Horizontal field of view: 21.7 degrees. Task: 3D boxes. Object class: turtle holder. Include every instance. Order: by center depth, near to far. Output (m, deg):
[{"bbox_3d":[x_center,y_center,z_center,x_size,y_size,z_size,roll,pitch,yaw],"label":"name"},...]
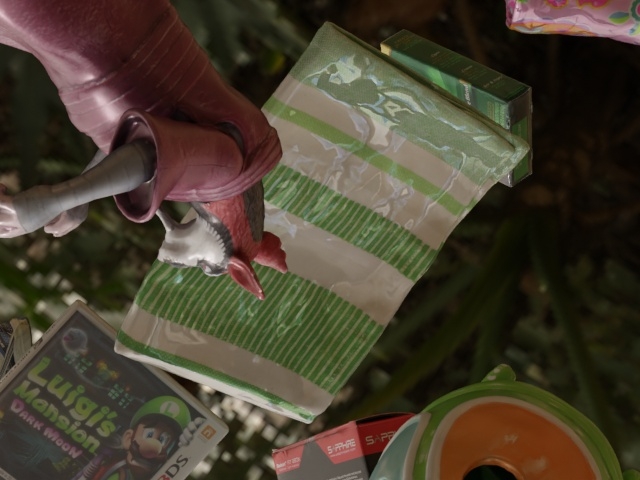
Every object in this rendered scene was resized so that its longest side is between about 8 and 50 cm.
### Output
[{"bbox_3d":[0.121,0.281,1.513,0.320,0.227,0.243,-35,86,29],"label":"turtle holder"}]

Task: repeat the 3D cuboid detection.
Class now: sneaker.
[{"bbox_3d":[-0.327,0.147,1.736,0.058,0.135,0.052,-3,-172,-10],"label":"sneaker"}]

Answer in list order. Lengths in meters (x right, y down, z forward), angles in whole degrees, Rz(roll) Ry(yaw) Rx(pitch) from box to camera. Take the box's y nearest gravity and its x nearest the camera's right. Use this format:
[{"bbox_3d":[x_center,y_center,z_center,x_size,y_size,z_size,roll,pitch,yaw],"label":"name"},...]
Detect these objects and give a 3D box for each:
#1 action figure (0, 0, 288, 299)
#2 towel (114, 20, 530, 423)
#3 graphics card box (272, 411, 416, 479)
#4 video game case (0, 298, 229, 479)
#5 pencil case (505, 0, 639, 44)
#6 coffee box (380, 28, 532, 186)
[{"bbox_3d":[-0.126,-0.123,1.111,0.370,0.275,0.248,49,178,-18],"label":"action figure"},{"bbox_3d":[0.000,0.000,1.396,0.247,0.325,0.038,25,-160,-38],"label":"towel"},{"bbox_3d":[0.066,0.406,1.996,0.233,0.094,0.371,-30,70,57],"label":"graphics card box"},{"bbox_3d":[-0.206,0.174,1.493,0.190,0.173,0.022,43,180,-22],"label":"video game case"},{"bbox_3d":[0.323,-0.243,1.638,0.284,0.124,0.124,9,158,1],"label":"pencil case"},{"bbox_3d":[0.142,-0.139,1.752,0.184,0.040,0.113,31,142,37],"label":"coffee box"}]
